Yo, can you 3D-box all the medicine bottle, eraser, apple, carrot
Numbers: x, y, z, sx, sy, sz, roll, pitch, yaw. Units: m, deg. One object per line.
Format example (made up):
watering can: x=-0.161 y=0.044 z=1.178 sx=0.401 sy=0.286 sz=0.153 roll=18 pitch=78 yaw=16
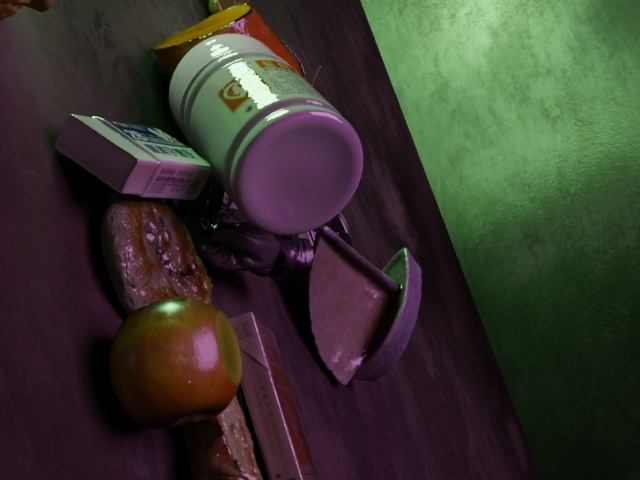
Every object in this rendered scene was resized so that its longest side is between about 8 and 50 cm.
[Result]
medicine bottle: x=-0.089 y=-0.167 z=1.556 sx=0.202 sy=0.202 sz=0.316 roll=50 pitch=0 yaw=-41
eraser: x=-0.249 y=-0.111 z=1.406 sx=0.124 sy=0.068 sz=0.210 roll=35 pitch=12 yaw=16
apple: x=-0.174 y=0.153 z=1.244 sx=0.163 sy=0.146 sz=0.147 roll=61 pitch=11 yaw=-59
carrot: x=-0.129 y=-0.273 z=1.802 sx=0.331 sy=0.193 sz=0.214 roll=53 pitch=40 yaw=-33

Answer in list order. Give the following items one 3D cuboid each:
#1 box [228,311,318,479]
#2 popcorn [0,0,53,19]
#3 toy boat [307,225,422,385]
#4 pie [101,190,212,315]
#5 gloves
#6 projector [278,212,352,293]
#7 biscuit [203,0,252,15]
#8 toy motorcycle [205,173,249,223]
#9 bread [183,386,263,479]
box: x=-0.051 y=0.293 z=1.488 sx=0.204 sy=0.051 sz=0.365 roll=63 pitch=8 yaw=-75
popcorn: x=-0.388 y=-0.325 z=1.176 sx=0.187 sy=0.186 sz=0.167 roll=-89 pitch=169 yaw=-69
toy boat: x=0.063 y=0.130 z=1.921 sx=0.293 sy=0.111 sz=0.276 roll=13 pitch=87 yaw=-40
pie: x=-0.220 y=0.034 z=1.406 sx=0.240 sy=0.054 sz=0.240 roll=56 pitch=20 yaw=-32
gloves: x=-0.125 y=-0.003 z=1.596 sx=0.285 sy=0.119 sz=0.142 roll=34 pitch=-3 yaw=-33
projector: x=0.000 y=0.000 z=2.019 sx=0.257 sy=0.079 sz=0.259 roll=47 pitch=27 yaw=-48
biscuit: x=-0.179 y=-0.459 z=2.134 sx=0.226 sy=0.042 sz=0.226 roll=53 pitch=24 yaw=-37
toy motorcycle: x=-0.141 y=-0.093 z=1.753 sx=0.229 sy=0.074 sz=0.151 roll=14 pitch=59 yaw=-56
bread: x=-0.134 y=0.248 z=1.346 sx=0.128 sy=0.088 sz=0.232 roll=65 pitch=4 yaw=-54
